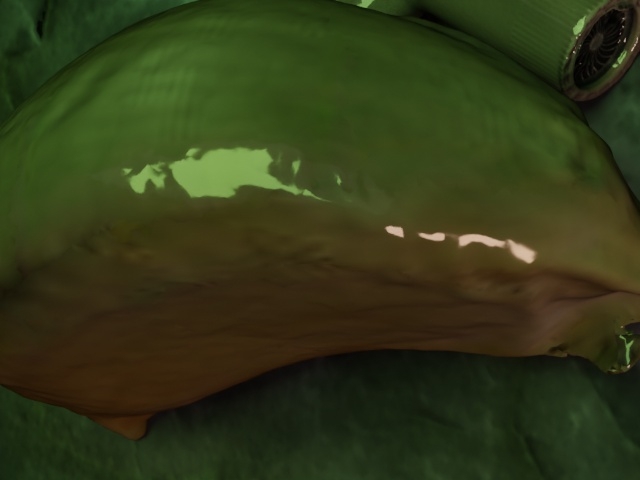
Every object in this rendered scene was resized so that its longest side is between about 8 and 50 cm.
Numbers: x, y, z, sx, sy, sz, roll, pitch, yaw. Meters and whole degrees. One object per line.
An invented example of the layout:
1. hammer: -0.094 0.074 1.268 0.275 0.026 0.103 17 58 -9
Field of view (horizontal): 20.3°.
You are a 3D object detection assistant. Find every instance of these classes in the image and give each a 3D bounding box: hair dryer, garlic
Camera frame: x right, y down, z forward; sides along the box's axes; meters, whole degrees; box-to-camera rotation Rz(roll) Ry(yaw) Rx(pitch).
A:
1. hair dryer: 0.006 -0.055 0.771 0.195 0.054 0.220 36 97 34
2. garlic: 0.003 -0.011 0.693 0.338 0.196 0.151 -10 45 29
